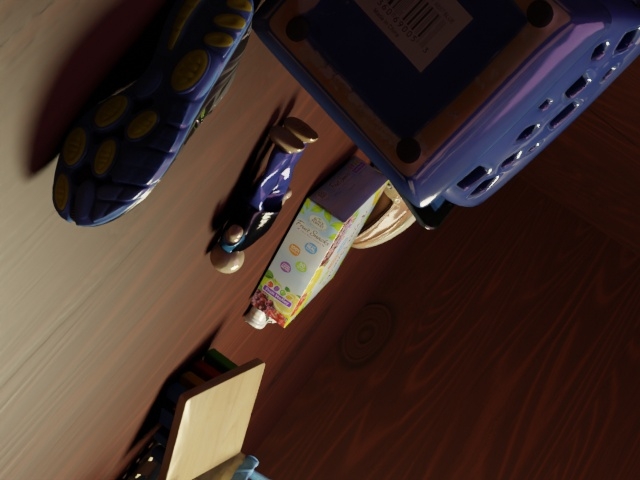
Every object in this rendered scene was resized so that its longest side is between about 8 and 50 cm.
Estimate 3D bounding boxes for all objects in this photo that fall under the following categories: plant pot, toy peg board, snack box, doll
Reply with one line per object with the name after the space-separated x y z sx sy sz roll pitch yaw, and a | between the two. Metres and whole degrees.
0.101 -0.173 0.986 0.236 0.236 0.212 -45 171 22 | plant pot
-0.171 0.235 1.705 0.160 0.079 0.161 -21 135 -50 | toy peg board
0.000 0.000 1.800 0.207 0.070 0.174 -59 172 32 | snack box
-0.063 -0.039 1.317 0.189 0.046 0.129 -60 171 28 | doll

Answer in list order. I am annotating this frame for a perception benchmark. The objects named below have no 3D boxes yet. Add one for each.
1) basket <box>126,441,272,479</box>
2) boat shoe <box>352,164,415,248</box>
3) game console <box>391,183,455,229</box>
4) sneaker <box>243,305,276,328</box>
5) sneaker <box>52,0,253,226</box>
-0.155 0.421 1.798 0.255 0.289 0.201 -51 169 -36 | basket
0.136 -0.126 2.042 0.324 0.123 0.116 -48 140 8 | boat shoe
0.186 -0.208 1.679 0.293 0.173 0.250 -51 172 -37 | game console
-0.076 0.100 1.870 0.044 0.040 0.109 -60 172 17 | sneaker
-0.100 -0.082 0.806 0.188 0.067 0.078 -57 167 -14 | sneaker
